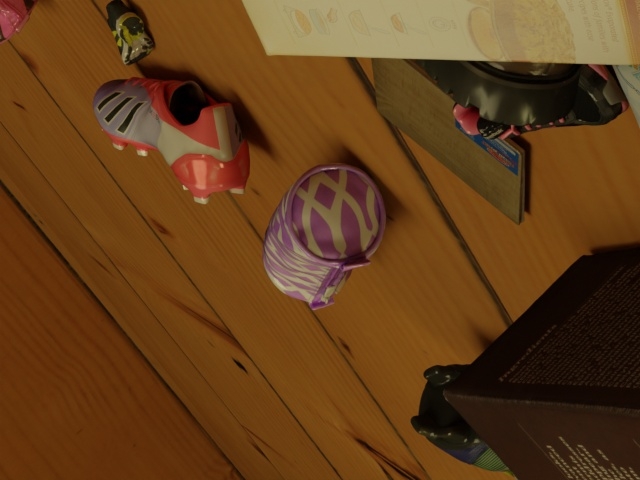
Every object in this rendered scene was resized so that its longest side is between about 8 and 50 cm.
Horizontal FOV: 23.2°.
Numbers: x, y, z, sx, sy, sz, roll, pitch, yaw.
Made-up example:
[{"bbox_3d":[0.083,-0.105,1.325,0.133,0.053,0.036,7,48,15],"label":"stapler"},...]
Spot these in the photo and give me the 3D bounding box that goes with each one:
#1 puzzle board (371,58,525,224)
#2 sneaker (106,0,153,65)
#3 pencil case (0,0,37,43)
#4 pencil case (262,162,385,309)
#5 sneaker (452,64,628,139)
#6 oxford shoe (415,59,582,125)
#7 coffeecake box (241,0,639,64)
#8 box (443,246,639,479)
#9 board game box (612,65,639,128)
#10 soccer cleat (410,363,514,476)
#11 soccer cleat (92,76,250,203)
[{"bbox_3d":[0.081,-0.072,0.982,0.128,0.011,0.096,41,164,22],"label":"puzzle board"},{"bbox_3d":[-0.172,-0.189,1.402,0.035,0.031,0.083,57,166,19],"label":"sneaker"},{"bbox_3d":[-0.370,-0.293,1.582,0.098,0.095,0.209,6,142,47],"label":"pencil case"},{"bbox_3d":[0.000,0.000,1.272,0.206,0.086,0.088,114,146,-77],"label":"pencil case"},{"bbox_3d":[0.109,-0.069,0.801,0.047,0.057,0.119,54,164,-21],"label":"sneaker"},{"bbox_3d":[0.050,-0.154,0.737,0.227,0.083,0.096,43,140,37],"label":"oxford shoe"},{"bbox_3d":[0.050,-0.137,0.587,0.185,0.068,0.142,5,147,24],"label":"coffeecake box"},{"bbox_3d":[0.225,0.106,0.784,0.191,0.143,0.381,48,165,-8],"label":"box"},{"bbox_3d":[0.164,-0.076,0.690,0.090,0.020,0.090,30,157,51],"label":"board game box"},{"bbox_3d":[0.189,0.155,1.201,0.121,0.093,0.289,18,179,-33],"label":"soccer cleat"},{"bbox_3d":[-0.138,-0.117,1.429,0.248,0.083,0.095,38,136,51],"label":"soccer cleat"}]
